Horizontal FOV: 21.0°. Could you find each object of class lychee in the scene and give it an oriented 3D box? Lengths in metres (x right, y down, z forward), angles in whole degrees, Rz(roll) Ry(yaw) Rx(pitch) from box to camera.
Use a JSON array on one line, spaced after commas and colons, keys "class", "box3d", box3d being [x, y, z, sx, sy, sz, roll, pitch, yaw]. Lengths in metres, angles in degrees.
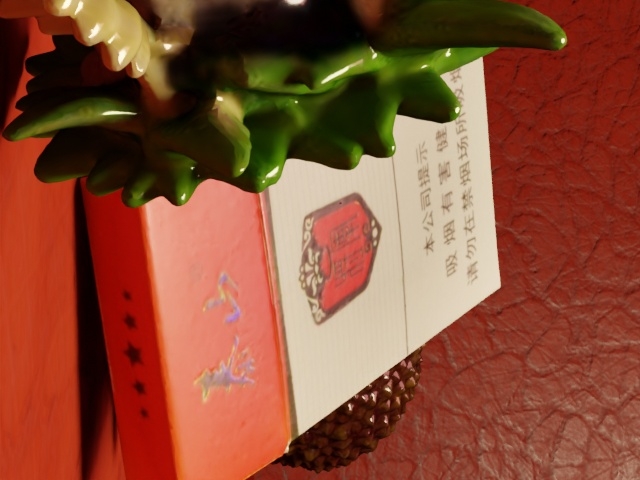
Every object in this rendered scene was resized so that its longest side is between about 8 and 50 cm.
[{"class": "lychee", "box3d": [-0.004, 0.093, 1.345, 0.188, 0.188, 0.188, -178, -90, -90]}]

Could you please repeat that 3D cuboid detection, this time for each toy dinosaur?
[{"class": "toy dinosaur", "box3d": [-0.017, -0.113, 0.427, 0.194, 0.152, 0.177, -99, -179, -53]}]

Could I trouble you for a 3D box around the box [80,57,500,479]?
[{"class": "box", "box3d": [0.000, 0.000, 0.717, 0.245, 0.035, 0.139, -30, 121, -50]}]
